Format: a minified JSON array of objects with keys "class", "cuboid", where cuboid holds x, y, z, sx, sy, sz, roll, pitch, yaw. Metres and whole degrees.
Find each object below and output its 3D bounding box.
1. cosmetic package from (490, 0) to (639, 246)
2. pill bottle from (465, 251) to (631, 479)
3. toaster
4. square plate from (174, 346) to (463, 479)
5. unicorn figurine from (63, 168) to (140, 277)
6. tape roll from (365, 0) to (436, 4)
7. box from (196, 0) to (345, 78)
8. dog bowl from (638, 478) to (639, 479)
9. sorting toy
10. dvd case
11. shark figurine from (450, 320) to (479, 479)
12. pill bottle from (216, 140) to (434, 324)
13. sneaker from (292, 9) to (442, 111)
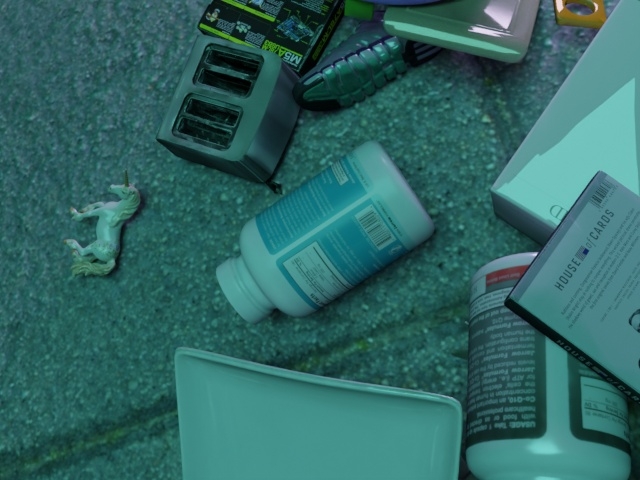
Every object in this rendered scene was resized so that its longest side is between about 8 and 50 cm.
[{"class":"cosmetic package","cuboid":[0.377,-0.140,0.912,0.197,0.155,0.365,33,88,17]},{"class":"pill bottle","cuboid":[0.232,0.169,0.819,0.161,0.161,0.283,-2,63,18]},{"class":"toaster","cuboid":[-0.120,-0.178,1.107,0.186,0.110,0.168,20,85,21]},{"class":"square plate","cuboid":[-0.006,0.302,0.925,0.344,0.049,0.346,6,108,22]},{"class":"unicorn figurine","cuboid":[-0.319,-0.025,1.170,0.111,0.060,0.161,2,95,18]},{"class":"tape roll","cuboid":[0.099,-0.425,1.036,0.275,0.090,0.274,1,51,-1]},{"class":"box","cuboid":[-0.059,-0.351,1.163,0.191,0.045,0.184,27,89,21]},{"class":"dog bowl","cuboid":[0.417,0.329,0.763,0.265,0.104,0.264,4,96,39]},{"class":"sorting toy","cuboid":[0.191,-0.304,1.033,0.348,0.047,0.196,16,53,10]},{"class":"dvd case","cuboid":[0.324,0.065,0.768,0.239,0.029,0.179,37,70,9]},{"class":"shark figurine","cuboid":[0.189,0.248,0.909,0.166,0.116,0.278,18,86,20]},{"class":"pill bottle","cuboid":[0.000,0.000,1.007,0.264,0.146,0.146,-33,70,8]},{"class":"sneaker","cuboid":[0.056,-0.260,1.094,0.224,0.083,0.098,-25,61,0]}]
